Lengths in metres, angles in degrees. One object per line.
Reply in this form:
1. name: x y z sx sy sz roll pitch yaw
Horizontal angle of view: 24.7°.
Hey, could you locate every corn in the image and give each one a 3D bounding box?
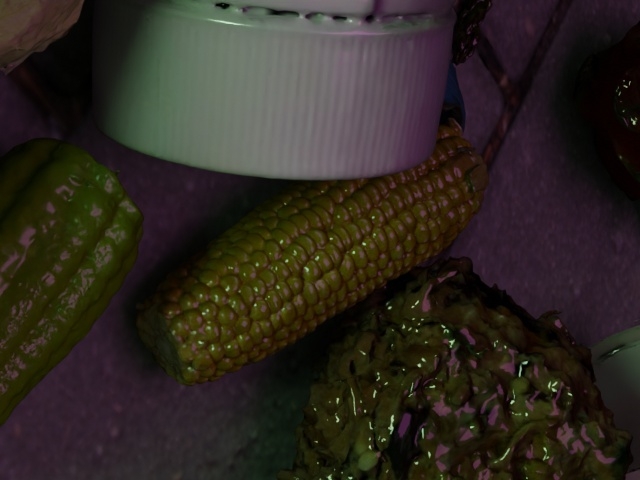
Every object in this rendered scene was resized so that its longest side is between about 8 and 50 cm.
1. corn: 0.000 0.004 0.929 0.260 0.091 0.091 -30 135 -30

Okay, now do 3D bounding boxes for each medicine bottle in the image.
1. medicine bottle: -0.017 -0.203 0.790 0.241 0.241 0.302 -15 116 -48

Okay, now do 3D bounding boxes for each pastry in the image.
1. pastry: 0.104 0.136 0.992 0.275 0.192 0.275 -5 96 -53

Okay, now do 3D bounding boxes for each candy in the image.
1. candy: -0.174 0.044 0.750 0.097 0.096 0.209 51 60 -37

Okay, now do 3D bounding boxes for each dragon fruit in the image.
1. dragon fruit: 0.326 -0.081 1.265 0.200 0.198 0.269 -60 144 -57

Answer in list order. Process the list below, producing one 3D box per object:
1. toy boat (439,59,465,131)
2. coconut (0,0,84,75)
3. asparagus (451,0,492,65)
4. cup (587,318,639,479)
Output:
1. toy boat: 0.048 -0.100 1.012 0.185 0.075 0.077 30 66 -51
2. coconut: -0.184 -0.159 0.666 0.194 0.194 0.194 -2 92 -49
3. asparagus: 0.156 -0.230 1.173 0.248 0.025 0.024 -58 152 -31
4. cup: 0.308 0.225 1.218 0.253 0.253 0.274 -51 118 -35
